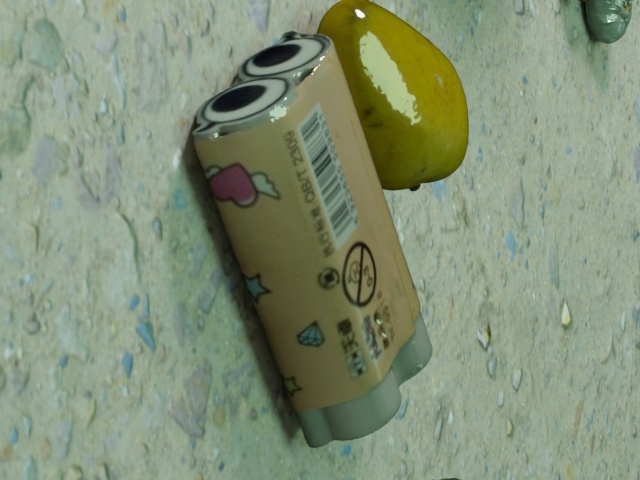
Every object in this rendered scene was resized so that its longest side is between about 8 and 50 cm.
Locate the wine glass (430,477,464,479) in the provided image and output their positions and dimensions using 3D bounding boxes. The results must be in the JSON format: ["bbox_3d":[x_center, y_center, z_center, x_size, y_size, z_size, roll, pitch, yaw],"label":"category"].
[{"bbox_3d":[0.151,0.306,1.720,0.222,0.103,0.103,50,46,-46],"label":"wine glass"}]

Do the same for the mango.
[{"bbox_3d":[0.055,-0.125,1.600,0.195,0.098,0.137,54,44,-33],"label":"mango"}]

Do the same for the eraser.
[{"bbox_3d":[0.000,0.000,1.497,0.171,0.087,0.291,-52,130,-47],"label":"eraser"}]

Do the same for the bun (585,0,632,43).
[{"bbox_3d":[0.332,-0.267,2.168,0.083,0.045,0.083,-2,92,-58],"label":"bun"}]
